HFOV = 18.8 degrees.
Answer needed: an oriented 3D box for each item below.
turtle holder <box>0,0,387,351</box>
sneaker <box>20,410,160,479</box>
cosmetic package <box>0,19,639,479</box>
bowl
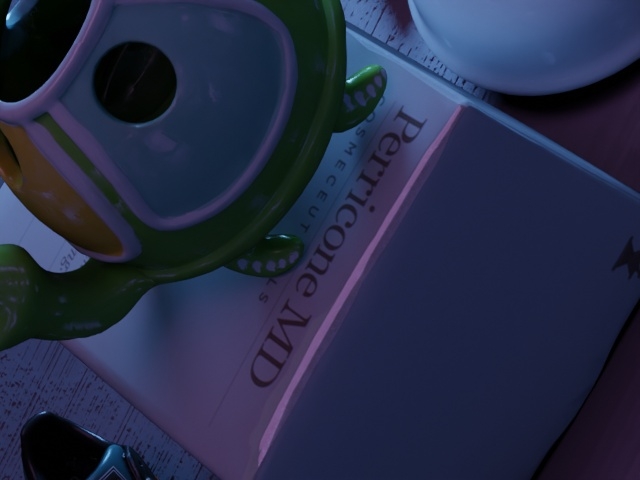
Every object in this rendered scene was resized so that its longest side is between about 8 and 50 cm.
[{"bbox_3d":[-0.141,-0.091,1.341,0.320,0.227,0.243,-38,54,22],"label":"turtle holder"},{"bbox_3d":[-0.168,0.260,1.712,0.302,0.121,0.108,33,66,32],"label":"sneaker"},{"bbox_3d":[0.000,0.000,1.563,0.393,0.327,0.329,34,97,41],"label":"cosmetic package"},{"bbox_3d":[0.175,-0.282,1.615,0.298,0.134,0.298,-12,65,28],"label":"bowl"}]
